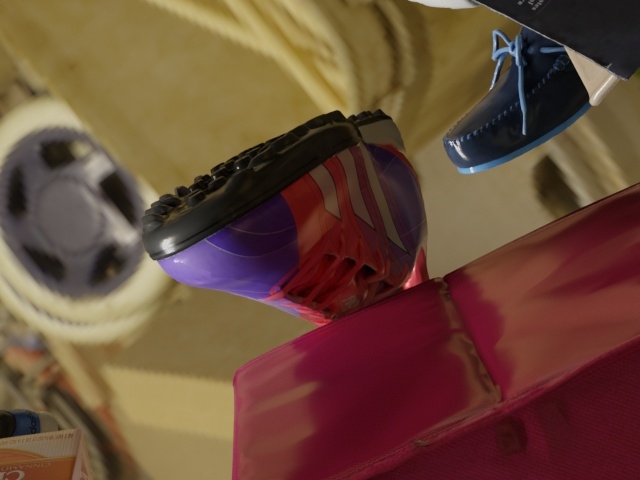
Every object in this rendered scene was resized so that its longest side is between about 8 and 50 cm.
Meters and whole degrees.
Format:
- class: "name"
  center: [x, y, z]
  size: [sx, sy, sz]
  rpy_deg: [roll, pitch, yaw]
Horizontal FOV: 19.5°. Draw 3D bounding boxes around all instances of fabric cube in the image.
- class: "fabric cube"
  center: [0.118, 0.151, 0.882]
  size: [0.258, 0.259, 0.254]
  rpy_deg: [-101, -15, -79]

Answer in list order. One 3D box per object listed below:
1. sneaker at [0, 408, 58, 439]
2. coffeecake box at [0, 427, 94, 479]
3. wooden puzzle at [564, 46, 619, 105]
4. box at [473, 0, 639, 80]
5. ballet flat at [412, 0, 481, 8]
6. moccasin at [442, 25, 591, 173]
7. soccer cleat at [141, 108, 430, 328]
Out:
- class: "sneaker"
  center: [-0.278, 0.172, 1.457]
  size: [0.152, 0.085, 0.058]
  rpy_deg: [-37, 51, 43]
- class: "coffeecake box"
  center: [-0.209, 0.191, 1.066]
  size: [0.142, 0.185, 0.068]
  rpy_deg: [-8, 115, 3]
- class: "wooden puzzle"
  center: [0.301, -0.289, 1.869]
  size: [0.221, 0.044, 0.238]
  rpy_deg: [-52, 46, 42]
- class: "box"
  center: [0.181, -0.339, 1.679]
  size: [0.182, 0.294, 0.296]
  rpy_deg: [-48, 44, 24]
- class: "ballet flat"
  center: [0.187, -0.416, 2.171]
  size: [0.139, 0.400, 0.139]
  rpy_deg: [17, 142, 14]
- class: "moccasin"
  center: [0.255, -0.208, 2.026]
  size: [0.116, 0.342, 0.138]
  rpy_deg: [57, 161, -22]
- class: "soccer cleat"
  center: [0.000, 0.000, 0.998]
  size: [0.109, 0.318, 0.116]
  rpy_deg: [-25, 90, 15]
